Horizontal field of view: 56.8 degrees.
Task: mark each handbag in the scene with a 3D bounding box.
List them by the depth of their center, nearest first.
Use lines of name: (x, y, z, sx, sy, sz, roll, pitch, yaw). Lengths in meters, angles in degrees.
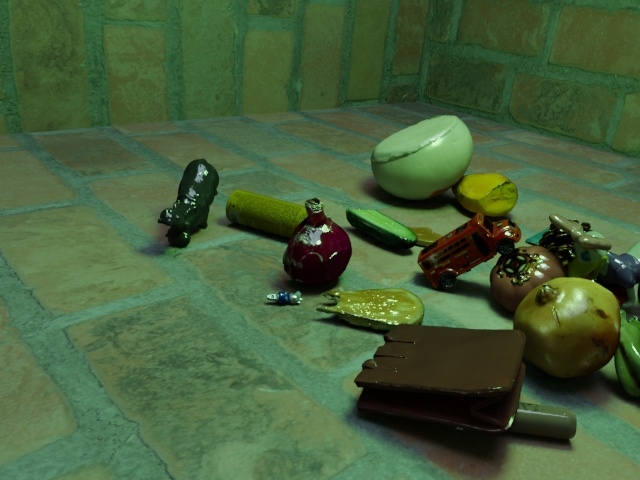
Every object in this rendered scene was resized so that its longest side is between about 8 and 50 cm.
handbag: (0.225, 0.234, 1.079, 0.275, 0.084, 0.260, -1, 18, 24)

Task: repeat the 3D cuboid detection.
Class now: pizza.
pizza: (0.116, 0.159, 1.354, 0.261, 0.034, 0.181, 2, 23, -10)

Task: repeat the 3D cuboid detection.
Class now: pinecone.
pinecone: (0.687, 0.026, 1.641, 0.173, 0.174, 0.174, 4, 23, -2)

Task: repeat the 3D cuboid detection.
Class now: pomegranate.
pomegranate: (0.497, 0.173, 1.196, 0.208, 0.209, 0.209, 4, 23, -2)

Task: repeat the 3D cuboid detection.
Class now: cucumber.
cucumber: (0.187, -0.027, 1.757, 0.115, 0.063, 0.243, -5, 25, -36)

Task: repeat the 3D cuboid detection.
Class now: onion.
onion: (0.000, 0.000, 1.462, 0.139, 0.218, 0.195, 22, 29, 30)

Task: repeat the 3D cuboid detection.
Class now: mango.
mango: (0.566, -0.168, 2.080, 0.187, 0.138, 0.257, -20, 22, -5)

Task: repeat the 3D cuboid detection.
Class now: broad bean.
broad bean: (0.662, 0.236, 1.195, 0.206, 0.153, 0.072, -26, -7, -44)

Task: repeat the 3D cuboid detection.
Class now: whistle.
whistle: (-0.084, 0.132, 1.378, 0.083, 0.029, 0.033, 4, 55, -14)

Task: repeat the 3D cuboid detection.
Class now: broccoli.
broccoli: (0.683, 0.196, 1.325, 0.096, 0.092, 0.095, -8, 2, 6)

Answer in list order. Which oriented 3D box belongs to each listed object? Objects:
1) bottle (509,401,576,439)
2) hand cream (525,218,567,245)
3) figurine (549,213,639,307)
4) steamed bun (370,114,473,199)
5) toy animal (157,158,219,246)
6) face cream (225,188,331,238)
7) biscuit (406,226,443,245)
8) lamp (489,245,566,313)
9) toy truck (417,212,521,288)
bottle: (0.369, 0.312, 1.033, 0.140, 0.053, 0.053, 6, 23, 4)
hand cream: (0.748, -0.019, 1.898, 0.224, 0.048, 0.083, -23, 35, -37)
figurine: (0.718, 0.057, 1.414, 0.420, 0.193, 0.154, 12, 22, -23)
steamed bun: (0.371, -0.277, 2.111, 0.374, 0.242, 0.374, -25, 16, 7)
toy animal: (-0.367, -0.095, 1.681, 0.106, 0.169, 0.343, 8, 38, 1)
face cream: (-0.106, -0.063, 1.728, 0.348, 0.105, 0.105, 15, 25, 23)
biscuit: (0.307, -0.013, 1.803, 0.140, 0.023, 0.118, 17, 26, 26)
lamp: (0.503, 0.100, 1.433, 0.182, 0.140, 0.182, -28, 36, 23)
toy truck: (0.373, 0.016, 1.493, 0.252, 0.114, 0.107, -35, 7, 25)
